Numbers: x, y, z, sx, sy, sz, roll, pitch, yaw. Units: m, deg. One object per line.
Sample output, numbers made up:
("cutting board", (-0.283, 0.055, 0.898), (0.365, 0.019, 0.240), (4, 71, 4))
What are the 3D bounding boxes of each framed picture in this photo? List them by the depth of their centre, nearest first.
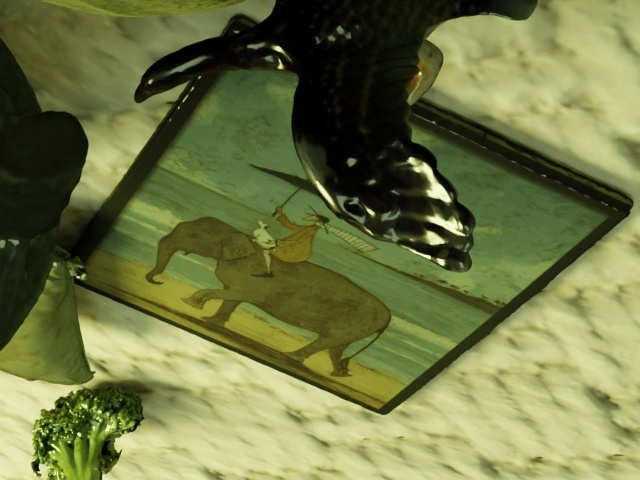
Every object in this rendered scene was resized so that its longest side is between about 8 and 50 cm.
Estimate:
("framed picture", (0.000, 0.000, 1.255), (0.265, 0.016, 0.347), (25, 146, -14))

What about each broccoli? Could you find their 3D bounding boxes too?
("broccoli", (-0.178, 0.157, 1.506), (0.097, 0.092, 0.095), (-15, 148, -5))

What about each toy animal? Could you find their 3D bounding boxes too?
("toy animal", (0.004, -0.095, 0.981), (0.160, 0.272, 0.197), (-5, 164, -47))

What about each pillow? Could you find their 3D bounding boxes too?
("pillow", (-0.300, 0.028, 1.371), (0.303, 0.075, 0.185), (12, 150, 8))

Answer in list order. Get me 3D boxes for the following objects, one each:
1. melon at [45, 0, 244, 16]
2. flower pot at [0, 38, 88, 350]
("melon", (-0.097, -0.220, 0.742), (0.249, 0.248, 0.329), (-3, 147, 27))
("flower pot", (-0.286, -0.011, 1.108), (0.299, 0.299, 0.283), (30, 151, -22))
